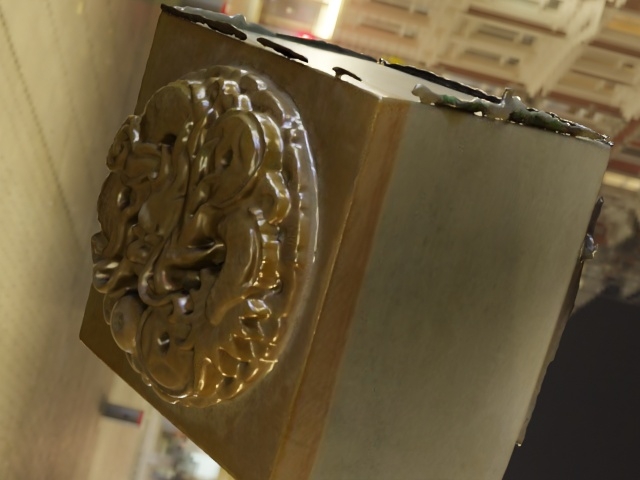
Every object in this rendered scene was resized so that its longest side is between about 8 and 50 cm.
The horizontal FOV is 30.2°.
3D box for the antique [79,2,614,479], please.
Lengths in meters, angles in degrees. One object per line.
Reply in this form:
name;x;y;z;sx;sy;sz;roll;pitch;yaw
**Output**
antique;0.000;0.000;0.452;0.146;0.148;0.152;29;-73;49
